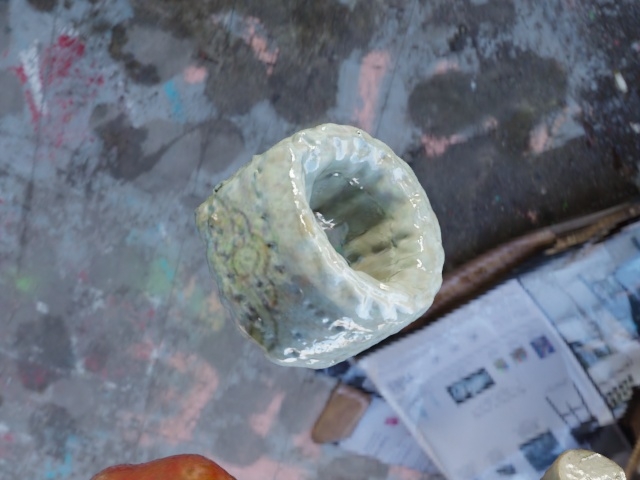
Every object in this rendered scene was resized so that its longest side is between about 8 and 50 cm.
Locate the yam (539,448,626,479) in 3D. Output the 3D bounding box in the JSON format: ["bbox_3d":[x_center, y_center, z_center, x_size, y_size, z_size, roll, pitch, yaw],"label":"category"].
[{"bbox_3d":[0.131,0.224,0.793,0.056,0.057,0.241,17,129,-6],"label":"yam"}]

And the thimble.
[{"bbox_3d":[0.000,0.000,1.512,0.291,0.291,0.195,43,130,-18],"label":"thimble"}]

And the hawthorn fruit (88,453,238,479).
[{"bbox_3d":[-0.198,0.406,1.457,0.295,0.311,0.295,10,119,18],"label":"hawthorn fruit"}]
